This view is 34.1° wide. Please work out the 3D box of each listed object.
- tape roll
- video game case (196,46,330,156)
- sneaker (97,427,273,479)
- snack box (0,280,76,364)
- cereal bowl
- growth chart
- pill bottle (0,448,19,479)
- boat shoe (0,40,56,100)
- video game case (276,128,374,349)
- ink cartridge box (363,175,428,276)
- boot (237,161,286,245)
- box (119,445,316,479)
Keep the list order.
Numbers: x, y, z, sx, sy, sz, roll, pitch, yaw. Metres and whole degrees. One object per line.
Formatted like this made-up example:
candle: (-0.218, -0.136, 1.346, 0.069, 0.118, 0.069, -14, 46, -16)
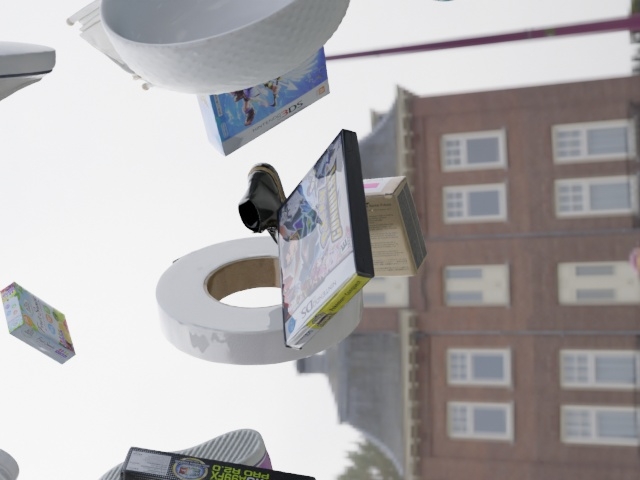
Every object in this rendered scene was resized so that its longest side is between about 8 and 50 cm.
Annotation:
tape roll: (-0.113, 0.103, 1.938, 0.392, 0.392, 0.072, -48, -40, -56)
video game case: (-0.105, -0.310, 1.813, 0.244, 0.061, 0.269, -34, -36, -19)
sneaker: (-0.208, 0.408, 1.635, 0.102, 0.282, 0.161, -107, 4, -53)
snack box: (-0.489, 0.144, 1.806, 0.141, 0.037, 0.100, 46, -168, -50)
cereal bowl: (-0.108, -0.303, 1.377, 0.141, 0.339, 0.339, 67, -148, -41)
growth chart: (-0.342, -0.356, 1.887, 0.237, 0.172, 0.021, 39, -126, -41)
pill bottle: (-0.589, 0.451, 1.742, 0.208, 0.119, 0.119, -76, -28, -54)
boat shoe: (-0.394, -0.153, 1.106, 0.267, 0.096, 0.088, -30, -51, -51)
video game case: (0.000, 0.000, 1.680, 0.035, 0.248, 0.275, 12, -127, -25)
ink cartridge box: (0.082, -0.024, 2.138, 0.088, 0.234, 0.193, -51, -49, -51)
boot: (-0.091, -0.023, 1.870, 0.198, 0.077, 0.137, 60, -155, -23)
box: (-0.153, 0.413, 1.478, 0.060, 0.270, 0.216, -82, 2, -63)
